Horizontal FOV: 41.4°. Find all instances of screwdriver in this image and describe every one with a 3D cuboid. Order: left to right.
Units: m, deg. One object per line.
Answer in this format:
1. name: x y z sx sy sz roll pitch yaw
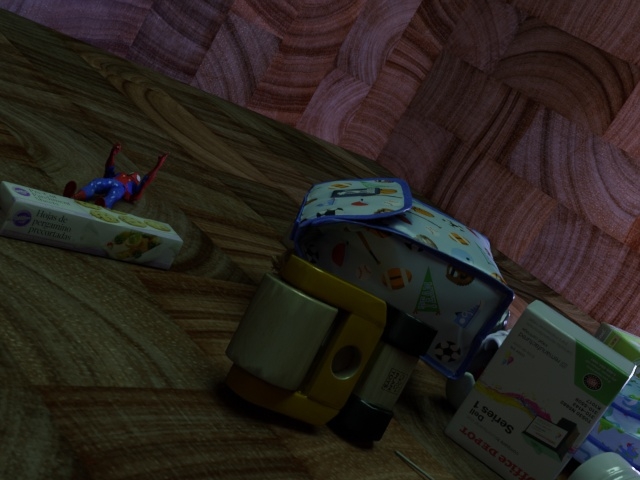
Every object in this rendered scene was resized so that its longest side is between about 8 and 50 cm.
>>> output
1. screwdriver: 0.178 0.364 1.269 0.025 0.024 0.170 -24 48 -38

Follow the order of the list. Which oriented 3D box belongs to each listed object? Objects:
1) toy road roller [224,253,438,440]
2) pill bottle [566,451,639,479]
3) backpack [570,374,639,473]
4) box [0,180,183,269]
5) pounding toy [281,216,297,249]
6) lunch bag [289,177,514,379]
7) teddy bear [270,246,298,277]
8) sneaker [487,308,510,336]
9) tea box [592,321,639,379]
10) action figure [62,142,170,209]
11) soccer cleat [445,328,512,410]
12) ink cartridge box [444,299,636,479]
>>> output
1. toy road roller: -0.011 0.147 1.288 0.329 0.202 0.240 27 0 -37
2. pill bottle: 0.512 0.470 1.305 0.160 0.160 0.283 21 16 -35
3. backpack: 0.579 0.365 1.720 0.290 0.273 0.355 28 24 -22
4. box: -0.370 -0.018 1.371 0.324 0.063 0.067 17 18 -47
5. pounding toy: 0.000 0.000 2.040 0.141 0.100 0.130 20 17 -39
6. lunch bag: 0.133 0.026 1.569 0.385 0.239 0.328 28 15 -4
7. teddy bear: 0.036 0.142 1.637 0.338 0.113 0.245 28 18 -46
8. sneaker: 0.334 0.171 1.844 0.124 0.107 0.283 17 8 6
9. tea box: 0.845 0.410 2.132 0.329 0.220 0.323 21 16 -35
10. action figure: -0.381 -0.128 1.611 0.091 0.139 0.280 32 11 -1
11. soccer cleat: 0.384 0.223 1.653 0.331 0.143 0.116 -28 46 -25
12. ink cartridge box: 0.376 0.276 1.469 0.201 0.278 0.117 35 17 18
